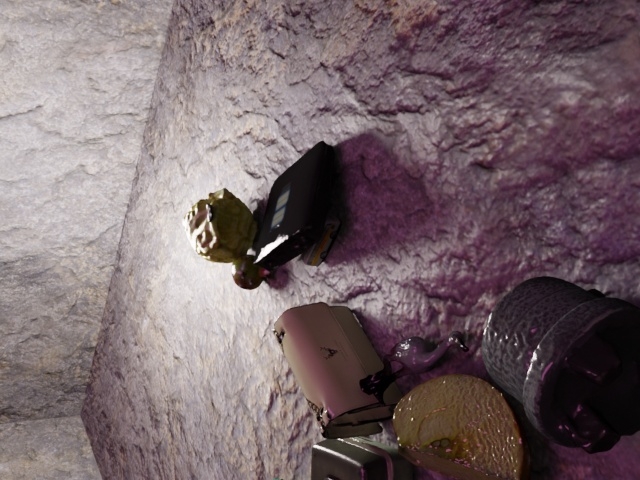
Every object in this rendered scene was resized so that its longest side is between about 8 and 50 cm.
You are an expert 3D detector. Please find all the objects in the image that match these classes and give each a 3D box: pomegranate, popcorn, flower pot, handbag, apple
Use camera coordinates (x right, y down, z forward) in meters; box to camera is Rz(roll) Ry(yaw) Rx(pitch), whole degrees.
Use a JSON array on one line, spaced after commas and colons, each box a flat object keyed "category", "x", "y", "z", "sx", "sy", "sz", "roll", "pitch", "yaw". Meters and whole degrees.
[{"category": "pomegranate", "x": -0.234, "y": 0.113, "z": 2.320, "sx": 0.129, "sy": 0.159, "sz": 0.129, "roll": 13, "pitch": -90, "yaw": -87}, {"category": "popcorn", "x": -0.356, "y": -0.054, "z": 2.383, "sx": 0.293, "sy": 0.237, "sz": 0.293, "roll": 5, "pitch": 96, "yaw": 56}, {"category": "flower pot", "x": 0.477, "y": 0.229, "z": 1.191, "sx": 0.283, "sy": 0.299, "sz": 0.299, "roll": -141, "pitch": 60, "yaw": -63}, {"category": "handbag", "x": 0.037, "y": 0.346, "z": 1.806, "sx": 0.358, "sy": 0.236, "sz": 0.160, "roll": 58, "pitch": 134, "yaw": 39}, {"category": "apple", "x": 0.321, "y": 0.437, "z": 1.455, "sx": 0.346, "sy": 0.179, "sz": 0.254, "roll": 0, "pitch": 107, "yaw": 47}]

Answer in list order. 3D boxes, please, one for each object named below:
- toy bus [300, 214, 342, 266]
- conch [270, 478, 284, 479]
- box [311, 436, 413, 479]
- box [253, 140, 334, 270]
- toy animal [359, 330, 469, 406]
[{"category": "toy bus", "x": 0.000, "y": 0.000, "z": 2.023, "sx": 0.057, "sy": 0.072, "sz": 0.172, "roll": 56, "pitch": 130, "yaw": 45}, {"category": "conch", "x": -0.105, "y": 0.830, "z": 2.067, "sx": 0.202, "sy": 0.134, "sz": 0.196, "roll": -24, "pitch": 109, "yaw": 45}, {"category": "box", "x": 0.105, "y": 0.636, "z": 1.750, "sx": 0.290, "sy": 0.166, "sz": 0.220, "roll": -4, "pitch": 85, "yaw": 55}, {"category": "box", "x": -0.081, "y": -0.104, "z": 2.058, "sx": 0.359, "sy": 0.091, "sz": 0.350, "roll": -32, "pitch": 40, "yaw": 50}, {"category": "toy animal", "x": 0.242, "y": 0.289, "z": 1.629, "sx": 0.324, "sy": 0.090, "sz": 0.195, "roll": -35, "pitch": 16, "yaw": 28}]
